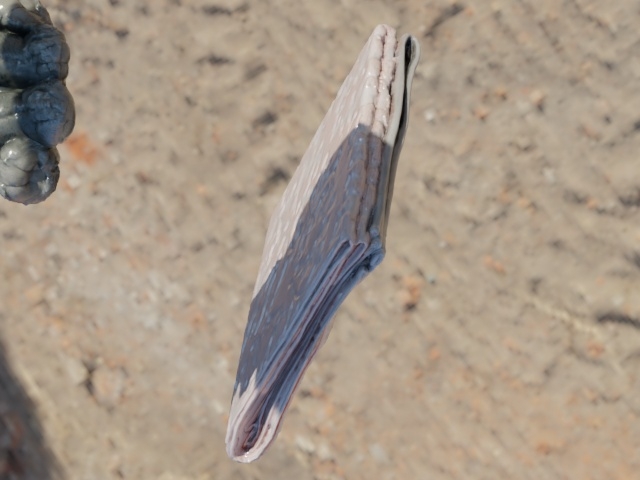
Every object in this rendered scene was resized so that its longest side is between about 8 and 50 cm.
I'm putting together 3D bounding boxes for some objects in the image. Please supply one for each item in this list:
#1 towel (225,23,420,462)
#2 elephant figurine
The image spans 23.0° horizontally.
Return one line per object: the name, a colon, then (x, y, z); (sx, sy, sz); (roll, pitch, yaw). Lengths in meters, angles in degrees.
towel: (0.000, 0.000, 1.493); (0.053, 0.332, 0.317); (22, 131, -10)
elephant figurine: (-0.313, -0.106, 1.149); (0.169, 0.239, 0.186); (-118, 34, -41)
